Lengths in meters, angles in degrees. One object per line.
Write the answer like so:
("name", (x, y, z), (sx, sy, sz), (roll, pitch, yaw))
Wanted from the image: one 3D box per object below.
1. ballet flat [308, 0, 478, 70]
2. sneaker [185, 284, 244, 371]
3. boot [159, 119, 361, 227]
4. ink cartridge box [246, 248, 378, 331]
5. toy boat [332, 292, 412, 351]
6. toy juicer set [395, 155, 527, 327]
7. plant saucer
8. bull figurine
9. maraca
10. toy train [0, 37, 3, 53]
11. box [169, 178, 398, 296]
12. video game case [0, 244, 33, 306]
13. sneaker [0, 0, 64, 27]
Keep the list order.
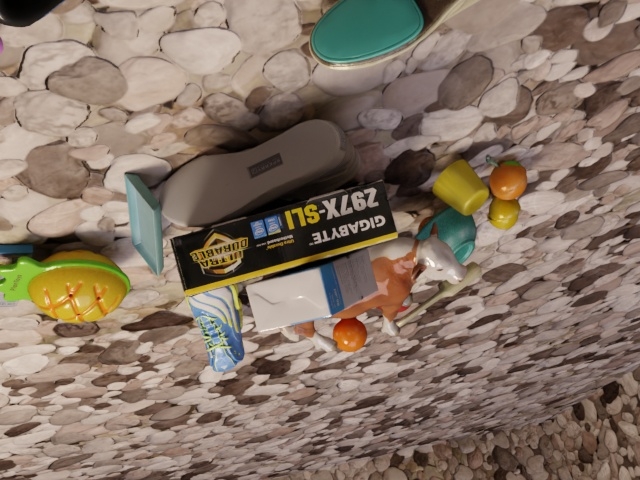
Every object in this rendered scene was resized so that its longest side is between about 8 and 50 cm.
("ballet flat", (0.106, -0.246, 0.841), (0.248, 0.086, 0.086), (-27, 153, 18))
("sneaker", (-0.167, 0.149, 1.400), (0.091, 0.126, 0.240), (-16, 155, -1))
("boot", (-0.071, -0.071, 1.062), (0.258, 0.095, 0.123), (-17, 163, 15))
("ink cartridge box", (0.001, 0.055, 1.011), (0.104, 0.060, 0.180), (-15, -178, 28))
("toy boat", (0.049, 0.116, 1.402), (0.231, 0.151, 0.151), (-3, 176, -26))
("toy juicer set", (0.224, -0.012, 1.337), (0.209, 0.089, 0.329), (-21, 145, -35))
("plant saucer", (-0.235, -0.019, 1.104), (0.018, 0.067, 0.192), (-33, 161, -24))
("bull figurine", (0.062, 0.072, 1.222), (0.310, 0.101, 0.188), (-8, 139, 5))
("maraca", (-0.360, 0.062, 1.145), (0.185, 0.099, 0.127), (9, 138, -29))
("toy train", (-0.359, -0.164, 0.724), (0.166, 0.046, 0.125), (-53, 155, 16))
("box", (-0.046, -0.004, 1.081), (0.257, 0.079, 0.322), (-14, -179, -2))
("video game case", (-0.478, 0.053, 1.150), (0.119, 0.015, 0.166), (-1, 150, -29))
("sneaker", (-0.130, -0.262, 0.577), (0.330, 0.147, 0.129), (-31, 151, 26))
